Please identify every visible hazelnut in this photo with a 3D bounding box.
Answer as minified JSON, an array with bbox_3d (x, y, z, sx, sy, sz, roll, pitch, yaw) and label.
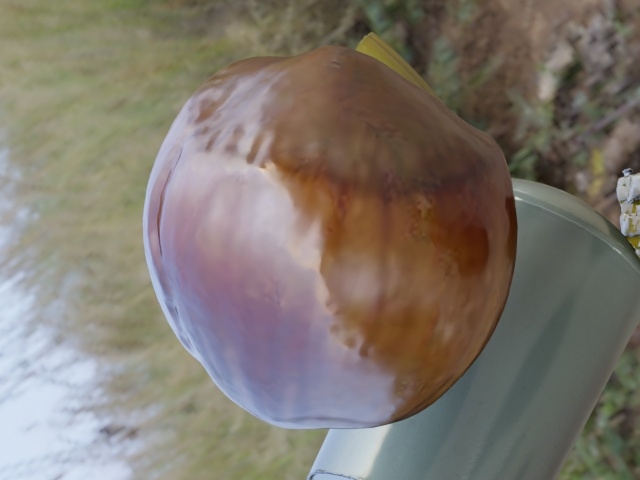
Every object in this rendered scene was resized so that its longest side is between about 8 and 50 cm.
[{"bbox_3d":[0.000,0.000,1.549,0.372,0.372,0.315,57,-151,8],"label":"hazelnut"}]

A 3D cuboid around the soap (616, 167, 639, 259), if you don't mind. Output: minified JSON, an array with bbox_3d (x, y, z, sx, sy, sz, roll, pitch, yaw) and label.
[{"bbox_3d":[0.473,-0.016,1.956,0.089,0.274,0.173,-5,-93,-33],"label":"soap"}]

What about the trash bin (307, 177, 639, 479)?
[{"bbox_3d":[0.188,0.138,1.894,0.280,0.432,0.280,25,160,10],"label":"trash bin"}]

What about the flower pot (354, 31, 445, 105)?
[{"bbox_3d":[0.087,-0.179,2.455,0.179,0.195,0.195,37,-167,3],"label":"flower pot"}]
